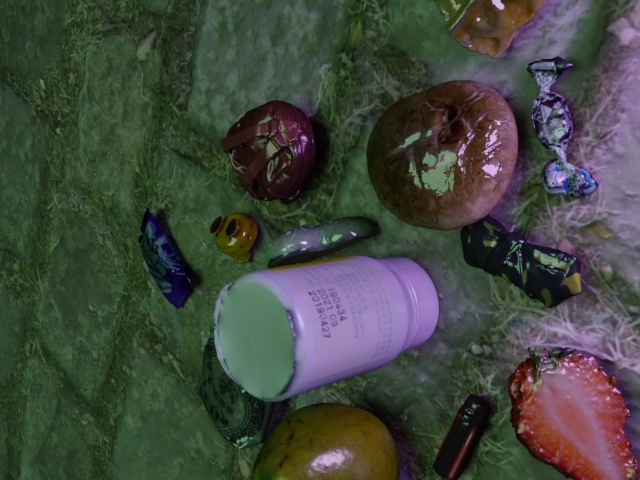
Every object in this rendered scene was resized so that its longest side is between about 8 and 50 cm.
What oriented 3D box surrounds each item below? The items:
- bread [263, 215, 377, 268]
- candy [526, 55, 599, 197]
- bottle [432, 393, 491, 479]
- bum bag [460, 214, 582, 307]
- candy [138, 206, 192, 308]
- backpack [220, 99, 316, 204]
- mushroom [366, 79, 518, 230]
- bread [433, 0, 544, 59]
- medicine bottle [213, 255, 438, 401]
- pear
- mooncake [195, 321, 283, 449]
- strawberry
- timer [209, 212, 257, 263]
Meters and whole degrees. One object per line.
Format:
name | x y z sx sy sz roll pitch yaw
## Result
bread | 0.000 0.000 1.439 0.232 0.172 0.064 -15 82 1
candy | 0.369 -0.175 1.104 0.094 0.051 0.226 -16 85 34
bottle | 0.253 0.349 1.270 0.060 0.060 0.164 37 119 36
bum bag | 0.323 0.030 1.163 0.232 0.060 0.107 36 128 39
candy | -0.422 0.051 1.909 0.275 0.070 0.145 54 137 23
backpack | -0.098 -0.193 1.500 0.229 0.138 0.229 10 103 49
mushroom | 0.200 -0.149 1.203 0.278 0.146 0.278 -9 76 40
bread | 0.298 -0.426 1.091 0.152 0.130 0.268 35 125 -5
medicine bottle | 0.024 0.138 1.248 0.213 0.378 0.214 6 99 45
pear | 0.010 0.440 1.355 0.253 0.307 0.253 9 101 53
mooncake | -0.189 0.326 1.657 0.254 0.136 0.250 40 125 35
strawberry | 0.383 0.276 1.111 0.175 0.107 0.236 -8 90 8
timer | -0.192 -0.008 1.668 0.107 0.109 0.107 -20 54 30
